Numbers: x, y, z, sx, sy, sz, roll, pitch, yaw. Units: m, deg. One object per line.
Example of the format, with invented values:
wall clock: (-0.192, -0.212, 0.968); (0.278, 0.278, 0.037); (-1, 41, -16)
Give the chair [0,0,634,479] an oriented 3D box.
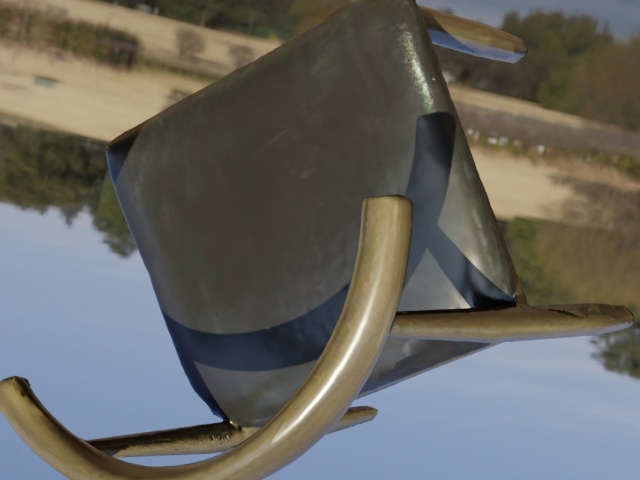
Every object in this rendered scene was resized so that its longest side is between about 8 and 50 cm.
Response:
chair: (0.000, 0.000, 0.501); (0.188, 0.166, 0.272); (-25, 171, 28)
